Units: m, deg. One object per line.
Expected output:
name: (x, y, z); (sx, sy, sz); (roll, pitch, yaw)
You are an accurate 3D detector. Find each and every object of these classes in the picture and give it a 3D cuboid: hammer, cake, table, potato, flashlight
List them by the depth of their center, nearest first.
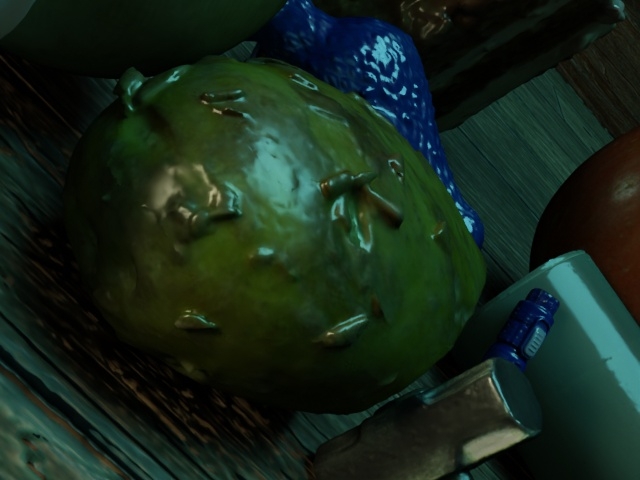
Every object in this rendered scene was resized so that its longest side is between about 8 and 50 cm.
hammer: (0.111, 0.235, 0.416); (0.043, 0.111, 0.366); (8, 54, -58)
potato: (0.000, 0.000, 0.484); (0.298, 0.141, 0.176); (7, 58, -60)
flashlight: (0.119, 0.085, 0.628); (0.057, 0.121, 0.035); (40, -10, -26)
table: (0.199, 0.131, 0.690); (0.220, 0.126, 0.126); (58, 22, 16)
cake: (0.115, -0.264, 0.962); (0.290, 0.282, 0.256); (16, 48, -62)

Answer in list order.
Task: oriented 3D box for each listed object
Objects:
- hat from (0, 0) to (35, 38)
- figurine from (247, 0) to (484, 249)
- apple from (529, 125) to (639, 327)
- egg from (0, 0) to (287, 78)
hat: (-0.187, -0.102, 0.268); (0.203, 0.203, 0.126); (41, 39, -24)
figurine: (0.042, -0.084, 0.725); (0.262, 0.120, 0.164); (51, 18, -7)
apple: (0.350, 0.057, 0.849); (0.349, 0.276, 0.348); (55, 9, -12)
egg: (-0.131, -0.207, 0.453); (0.295, 0.218, 0.218); (36, 24, -5)
